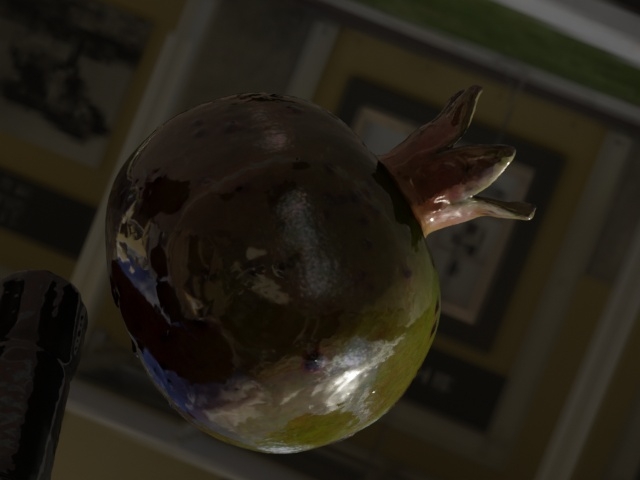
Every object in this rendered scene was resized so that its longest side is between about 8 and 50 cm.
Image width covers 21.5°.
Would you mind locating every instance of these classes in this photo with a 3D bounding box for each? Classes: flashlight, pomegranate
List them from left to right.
[{"bbox_3d":[-0.243,0.184,1.234,0.103,0.103,0.424,21,-141,-16],"label":"flashlight"},{"bbox_3d":[-0.012,0.008,1.331,0.323,0.290,0.291,-30,-150,-25],"label":"pomegranate"}]
